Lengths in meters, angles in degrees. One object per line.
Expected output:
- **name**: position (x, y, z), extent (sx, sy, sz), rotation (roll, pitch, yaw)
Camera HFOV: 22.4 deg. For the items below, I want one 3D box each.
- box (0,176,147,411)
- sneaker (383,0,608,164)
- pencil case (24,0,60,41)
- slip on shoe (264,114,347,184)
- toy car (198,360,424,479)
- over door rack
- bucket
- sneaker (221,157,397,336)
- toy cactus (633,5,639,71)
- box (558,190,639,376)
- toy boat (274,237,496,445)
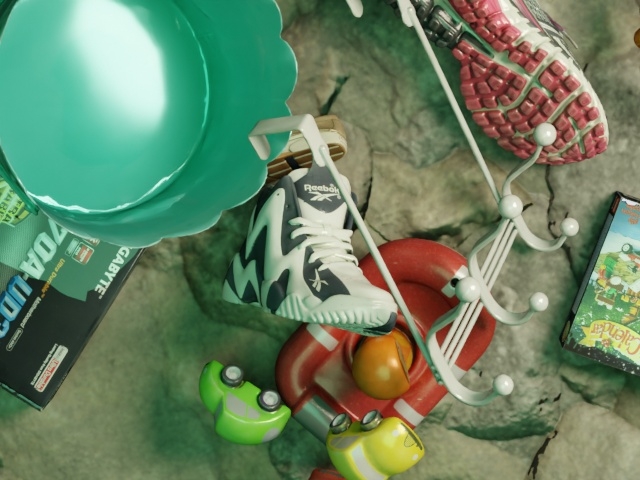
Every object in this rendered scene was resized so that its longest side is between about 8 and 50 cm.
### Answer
- **box**: position (-0.286, 0.029, 1.576), extent (0.175, 0.051, 0.220), rotation (33, 99, -3)
- **sneaker**: position (0.175, -0.197, 1.491), extent (0.121, 0.112, 0.299), rotation (-22, 114, 42)
- **pencil case**: position (-0.313, -0.232, 1.523), extent (0.152, 0.070, 0.064), rotation (23, 100, -1)
- **slip on shoe**: position (-0.042, -0.088, 1.552), extent (0.135, 0.051, 0.041), rotation (-16, 59, 13)
- **toy car**: position (-0.029, 0.197, 1.533), extent (0.225, 0.053, 0.239), rotation (32, 145, 7)
- **over door rack**: position (0.107, -0.050, 1.403), extent (0.108, 0.239, 0.324), rotation (-19, 118, 39)
- **bucket**: position (-0.179, -0.134, 1.432), extent (0.281, 0.183, 0.281), rotation (-2, 95, -24)
- **sneaker**: position (0.000, 0.000, 1.488), extent (0.094, 0.235, 0.153), rotation (13, 88, -27)
- **toy cactus**: position (0.334, -0.246, 1.452), extent (0.180, 0.112, 0.219), rotation (34, 94, -35)
- **box**: position (0.367, 0.066, 1.555), extent (0.233, 0.044, 0.159), rotation (19, 100, -1)
- **toy boat**: position (0.063, 0.107, 1.522), extent (0.151, 0.151, 0.231), rotation (41, 99, -5)
